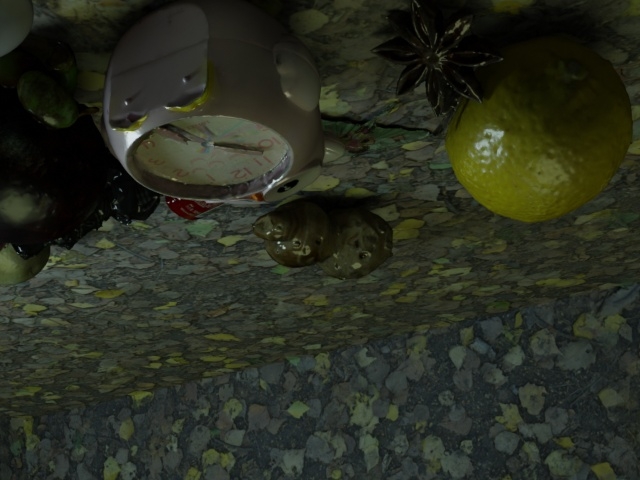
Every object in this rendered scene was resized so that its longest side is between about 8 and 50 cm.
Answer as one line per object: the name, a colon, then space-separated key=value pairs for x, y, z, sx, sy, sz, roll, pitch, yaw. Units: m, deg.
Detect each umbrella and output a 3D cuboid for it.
umbrella: x=-0.426 y=-0.057 z=1.985 sx=0.128 sy=0.336 sz=0.154 roll=12 pitch=142 yaw=57

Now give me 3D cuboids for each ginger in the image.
ginger: x=0.000 y=0.000 z=2.410 sx=0.375 sy=0.176 sz=0.256 roll=10 pitch=170 yaw=-37

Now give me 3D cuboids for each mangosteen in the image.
mangosteen: x=-0.480 y=-0.163 z=1.703 sx=0.306 sy=0.306 sz=0.359 roll=23 pitch=103 yaw=-53

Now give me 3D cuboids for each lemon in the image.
lemon: x=0.375 y=-0.189 z=1.811 sx=0.336 sy=0.336 sz=0.336 roll=-6 pitch=160 yaw=-2

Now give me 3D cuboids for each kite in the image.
kite: x=0.079 y=-0.212 z=2.086 sx=0.323 sy=0.013 sz=0.268 roll=2 pitch=159 yaw=-27

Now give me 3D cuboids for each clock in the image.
clock: x=-0.155 y=-0.212 z=1.684 sx=0.368 sy=0.250 sz=0.377 roll=-16 pitch=151 yaw=23

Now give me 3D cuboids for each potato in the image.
potato: x=-0.702 y=0.010 z=2.253 sx=0.235 sy=0.160 sz=0.178 roll=15 pitch=115 yaw=-16

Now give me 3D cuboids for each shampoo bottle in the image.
shampoo bottle: x=-0.175 y=-0.125 z=2.150 sx=0.314 sy=0.076 sz=0.118 roll=-22 pitch=150 yaw=35

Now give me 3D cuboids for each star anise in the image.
star anise: x=0.193 y=-0.293 z=1.707 sx=0.230 sy=0.081 sz=0.262 roll=3 pitch=130 yaw=24

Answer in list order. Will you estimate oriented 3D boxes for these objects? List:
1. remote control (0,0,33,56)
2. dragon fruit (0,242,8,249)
remote control: x=-0.558 y=-0.335 z=1.437 sx=0.332 sy=0.103 sz=0.221 roll=14 pitch=145 yaw=-44
dragon fruit: x=-0.699 y=-0.063 z=1.943 sx=0.263 sy=0.314 sz=0.296 roll=36 pitch=126 yaw=-11
